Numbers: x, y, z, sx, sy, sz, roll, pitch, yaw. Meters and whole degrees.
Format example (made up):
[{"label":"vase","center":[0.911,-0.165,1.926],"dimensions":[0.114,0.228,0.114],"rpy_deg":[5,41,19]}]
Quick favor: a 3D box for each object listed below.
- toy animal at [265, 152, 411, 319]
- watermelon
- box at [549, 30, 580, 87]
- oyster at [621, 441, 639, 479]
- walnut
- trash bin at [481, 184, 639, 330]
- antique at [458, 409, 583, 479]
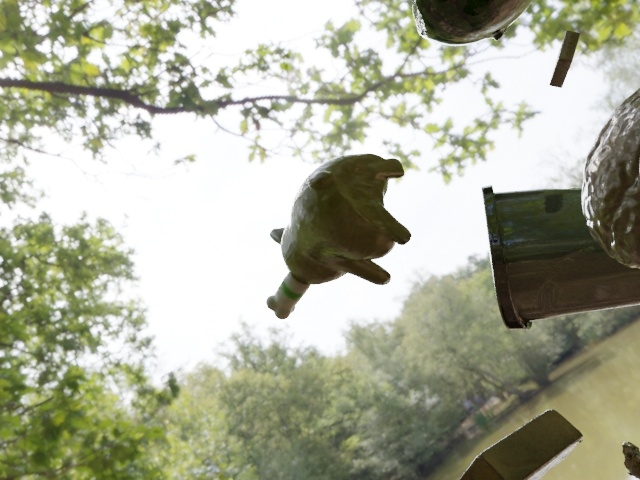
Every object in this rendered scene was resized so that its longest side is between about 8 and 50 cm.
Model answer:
[{"label":"toy animal","center":[0.020,-0.003,1.132],"dimensions":[0.180,0.181,0.363],"rpy_deg":[1,-27,-17]},{"label":"watermelon","center":[0.335,-0.512,1.364],"dimensions":[0.331,0.189,0.331],"rpy_deg":[-29,20,12]},{"label":"box","center":[0.389,-0.288,1.062],"dimensions":[0.083,0.024,0.053],"rpy_deg":[66,-138,-73]},{"label":"oyster","center":[0.744,0.517,1.505],"dimensions":[0.051,0.103,0.148],"rpy_deg":[-37,-60,-20]},{"label":"walnut","center":[0.354,-0.067,0.648],"dimensions":[0.178,0.178,0.230],"rpy_deg":[-23,-43,-33]},{"label":"trash bin","center":[0.411,0.017,1.109],"dimensions":[0.250,0.219,0.219],"rpy_deg":[-8,-40,13]},{"label":"antique","center":[0.394,0.424,1.288],"dimensions":[0.310,0.087,0.093],"rpy_deg":[-9,-47,-46]}]
